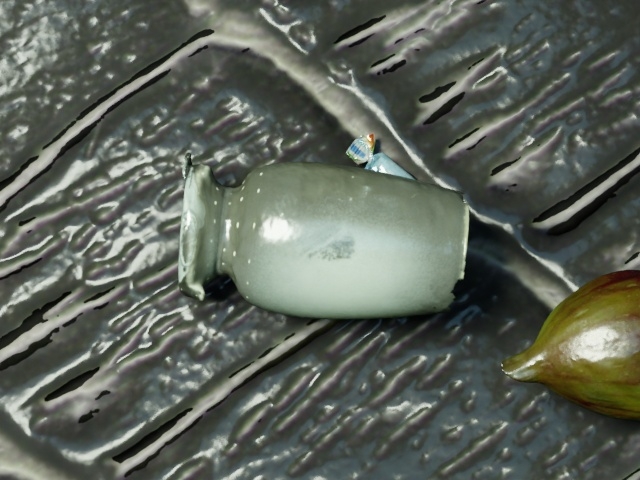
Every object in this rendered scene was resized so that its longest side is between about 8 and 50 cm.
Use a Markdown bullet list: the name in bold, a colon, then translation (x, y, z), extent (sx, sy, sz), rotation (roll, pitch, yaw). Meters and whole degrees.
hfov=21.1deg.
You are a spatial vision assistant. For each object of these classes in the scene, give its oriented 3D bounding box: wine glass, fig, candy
- **wine glass**: translation (0.000, 0.000, 1.225), extent (0.204, 0.111, 0.111), rotation (6, 81, -1)
- **fig**: translation (0.204, 0.081, 1.227), extent (0.154, 0.103, 0.109), rotation (-17, 60, -13)
- **candy**: translation (0.057, -0.048, 1.281), extent (0.083, 0.020, 0.030), rotation (39, 83, 3)
